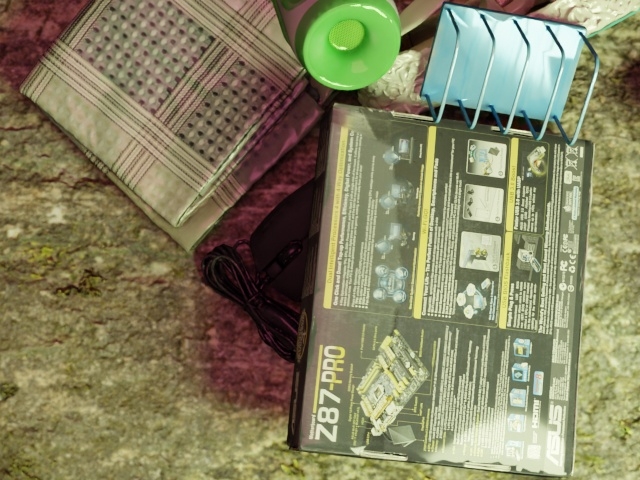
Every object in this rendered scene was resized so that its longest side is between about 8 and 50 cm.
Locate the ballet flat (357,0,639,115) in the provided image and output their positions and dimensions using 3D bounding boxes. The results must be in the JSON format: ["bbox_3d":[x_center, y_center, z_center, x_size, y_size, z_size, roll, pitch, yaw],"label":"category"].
[{"bbox_3d":[0.220,-0.272,1.509,0.409,0.147,0.147,-27,77,2],"label":"ballet flat"}]

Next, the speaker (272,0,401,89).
[{"bbox_3d":[0.008,-0.297,1.490,0.131,0.131,0.296,-20,39,3],"label":"speaker"}]

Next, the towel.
[{"bbox_3d":[-0.170,-0.199,1.582,0.324,0.056,0.312,42,89,6],"label":"towel"}]

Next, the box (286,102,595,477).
[{"bbox_3d":[0.140,0.061,1.454,0.318,0.097,0.395,7,81,-10],"label":"box"}]

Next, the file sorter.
[{"bbox_3d":[0.213,-0.183,1.429,0.170,0.104,0.118,8,118,-8],"label":"file sorter"}]

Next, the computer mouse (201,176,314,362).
[{"bbox_3d":[0.000,0.000,1.534,0.272,0.072,0.188,-44,76,-2],"label":"computer mouse"}]

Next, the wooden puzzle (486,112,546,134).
[{"bbox_3d":[0.245,-0.134,1.561,0.049,0.006,0.083,-33,77,0],"label":"wooden puzzle"}]
